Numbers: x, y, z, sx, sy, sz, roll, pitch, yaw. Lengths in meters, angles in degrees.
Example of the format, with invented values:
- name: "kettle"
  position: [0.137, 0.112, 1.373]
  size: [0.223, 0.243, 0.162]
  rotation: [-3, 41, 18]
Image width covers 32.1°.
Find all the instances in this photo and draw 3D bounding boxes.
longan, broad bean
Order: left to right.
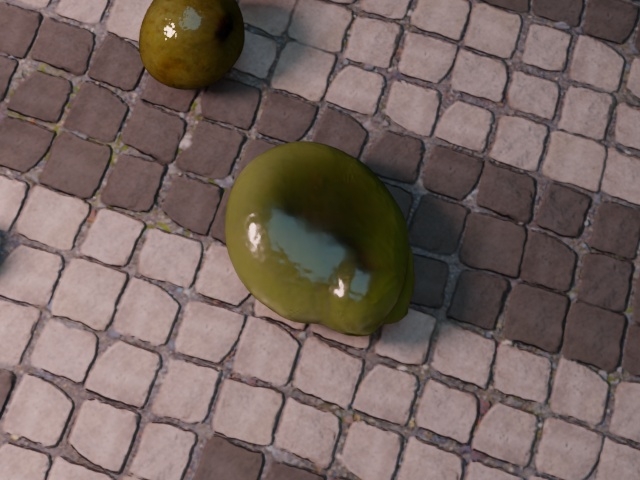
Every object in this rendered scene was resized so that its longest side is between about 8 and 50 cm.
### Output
- name: "longan"
  position: [-0.186, -0.288, 1.545]
  size: [0.176, 0.145, 0.154]
  rotation: [15, 40, 41]
- name: "broad bean"
  position: [0.000, 0.000, 1.465]
  size: [0.238, 0.119, 0.291]
  rotation: [-31, 75, -16]
